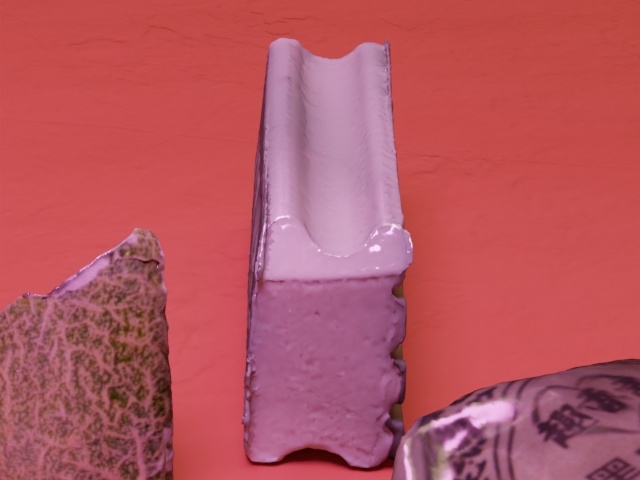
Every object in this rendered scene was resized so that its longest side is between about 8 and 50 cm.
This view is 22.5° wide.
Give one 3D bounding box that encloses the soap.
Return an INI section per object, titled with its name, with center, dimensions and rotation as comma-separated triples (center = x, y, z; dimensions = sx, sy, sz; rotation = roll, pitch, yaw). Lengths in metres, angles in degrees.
[soap]
center = 0.000, 0.000, 0.927
dimensions = 0.094, 0.150, 0.261
rotation = 0, 30, 0

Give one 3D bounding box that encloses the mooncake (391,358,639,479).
[mooncake]
center = 0.178, 0.148, 0.716
dimensions = 0.254, 0.136, 0.250
rotation = -14, 32, -32

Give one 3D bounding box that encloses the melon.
[melon]
center = -0.120, 0.094, 0.793
dimensions = 0.139, 0.202, 0.093
rotation = 44, 13, -2
